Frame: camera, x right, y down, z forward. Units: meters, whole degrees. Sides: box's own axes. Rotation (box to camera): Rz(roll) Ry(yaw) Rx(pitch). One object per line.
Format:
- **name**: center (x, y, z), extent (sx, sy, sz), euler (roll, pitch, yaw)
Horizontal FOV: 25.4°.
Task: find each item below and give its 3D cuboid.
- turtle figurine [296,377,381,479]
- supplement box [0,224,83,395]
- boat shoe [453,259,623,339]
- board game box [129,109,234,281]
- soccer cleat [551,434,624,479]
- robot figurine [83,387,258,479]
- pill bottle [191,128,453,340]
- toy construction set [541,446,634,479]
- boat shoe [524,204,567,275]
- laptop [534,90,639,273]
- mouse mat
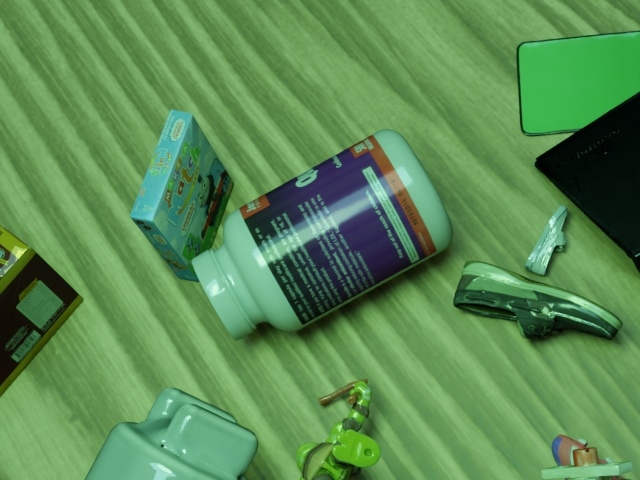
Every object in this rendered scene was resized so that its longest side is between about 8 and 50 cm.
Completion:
- **turtle figurine**: center (0.000, 0.290, 1.753), extent (0.087, 0.217, 0.269), euler (44, 81, -8)
- **supplement box**: center (-0.463, 0.084, 1.939), extent (0.129, 0.194, 0.191), euler (35, 78, 25)
- **boat shoe**: center (0.275, 0.093, 1.824), extent (0.224, 0.080, 0.073), euler (20, 78, 27)
- **board game box**: center (-0.184, -0.057, 1.923), extent (0.039, 0.211, 0.160), euler (12, 70, 18)
- **soccer cleat**: center (0.352, 0.337, 1.693), extent (0.095, 0.083, 0.248), euler (-43, 66, -2)
- **robot figurine**: center (-0.213, 0.362, 1.733), extent (0.353, 0.200, 0.300), euler (-61, 23, -2)
- **pill bottle**: center (0.000, 0.000, 1.870), extent (0.323, 0.181, 0.181), euler (-29, 63, 0)
- **toy construction set**: center (0.260, 0.397, 1.615), extent (0.215, 0.151, 0.327), euler (-16, 65, 57)
- **boat shoe**: center (0.308, 0.001, 1.878), extent (0.035, 0.035, 0.100), euler (28, 77, 12)
- **laptop**: center (0.562, -0.037, 1.838), extent (0.382, 0.236, 0.408), euler (-33, 92, -1)
- **mouse mat**: center (0.370, -0.220, 1.976), extent (0.190, 0.007, 0.152), euler (-5, 66, 13)
